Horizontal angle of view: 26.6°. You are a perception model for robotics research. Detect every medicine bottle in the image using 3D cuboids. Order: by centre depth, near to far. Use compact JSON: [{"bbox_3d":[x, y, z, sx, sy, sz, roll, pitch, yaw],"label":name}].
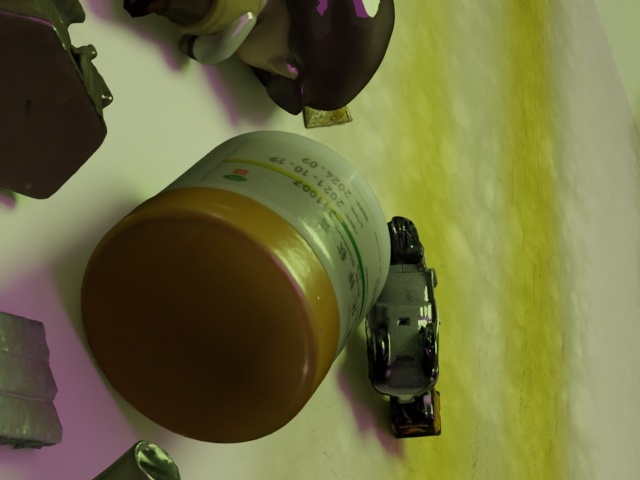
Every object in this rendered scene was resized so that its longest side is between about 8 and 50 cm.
[{"bbox_3d":[-0.073,0.038,1.302,0.238,0.238,0.232,63,30,-14],"label":"medicine bottle"}]

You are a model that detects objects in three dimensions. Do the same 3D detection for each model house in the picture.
[{"bbox_3d":[-0.271,-0.175,1.225,0.188,0.122,0.229,-94,164,-49],"label":"model house"}]

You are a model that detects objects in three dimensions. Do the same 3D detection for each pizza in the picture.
[{"bbox_3d":[0.005,-0.179,1.775,0.123,0.026,0.109,53,36,-30],"label":"pizza"}]

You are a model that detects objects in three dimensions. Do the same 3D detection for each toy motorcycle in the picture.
[{"bbox_3d":[0.106,0.099,1.696,0.157,0.090,0.263,68,19,-61],"label":"toy motorcycle"}]

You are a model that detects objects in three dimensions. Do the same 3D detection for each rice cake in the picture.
[{"bbox_3d":[-0.298,0.108,1.088,0.211,0.038,0.124,9,66,-57],"label":"rice cake"}]

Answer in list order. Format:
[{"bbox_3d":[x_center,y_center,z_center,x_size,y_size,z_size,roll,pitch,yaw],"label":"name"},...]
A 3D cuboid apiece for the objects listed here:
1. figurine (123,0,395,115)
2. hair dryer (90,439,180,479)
[{"bbox_3d":[-0.079,-0.258,1.579,0.365,0.206,0.218,-2,50,-35],"label":"figurine"},{"bbox_3d":[-0.229,0.178,0.976,0.267,0.229,0.092,56,16,-23],"label":"hair dryer"}]
